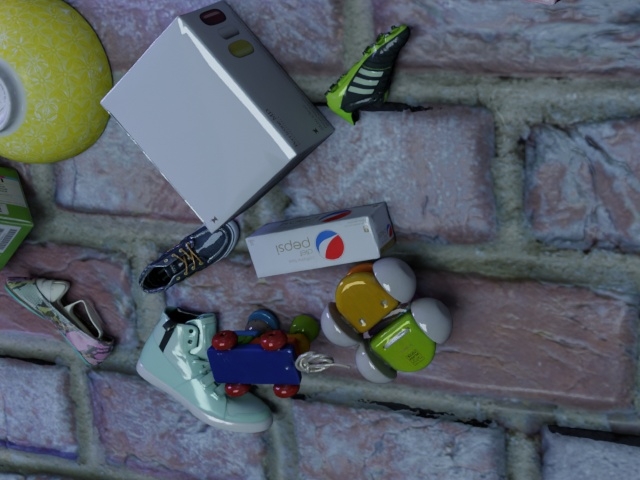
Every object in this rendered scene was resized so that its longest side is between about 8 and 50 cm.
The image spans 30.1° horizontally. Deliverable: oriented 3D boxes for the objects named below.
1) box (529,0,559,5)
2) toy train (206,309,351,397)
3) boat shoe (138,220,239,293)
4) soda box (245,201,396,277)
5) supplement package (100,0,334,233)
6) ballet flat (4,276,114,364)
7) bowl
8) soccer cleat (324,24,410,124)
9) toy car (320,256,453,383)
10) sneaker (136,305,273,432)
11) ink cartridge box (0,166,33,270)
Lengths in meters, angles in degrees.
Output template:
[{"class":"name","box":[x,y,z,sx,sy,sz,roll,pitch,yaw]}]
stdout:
[{"class":"box","box":[0.205,-0.392,1.530,0.257,0.128,0.122,16,116,19]},{"class":"toy train","box":[-0.039,0.167,1.855,0.248,0.143,0.105,-3,115,26]},{"class":"boat shoe","box":[-0.212,0.030,1.914,0.183,0.083,0.065,-35,93,31]},{"class":"soda box","box":[0.000,0.000,1.811,0.216,0.074,0.069,-11,105,28]},{"class":"supplement package","box":[-0.152,-0.185,1.767,0.262,0.145,0.204,49,121,0]},{"class":"ballet flat","box":[-0.446,0.122,2.074,0.221,0.077,0.079,43,103,-2]},{"class":"bowl","box":[-0.494,-0.243,1.896,0.289,0.156,0.289,9,114,21]},{"class":"soccer cleat","box":[0.080,-0.237,1.696,0.072,0.060,0.179,42,128,-6]},{"class":"toy car","box":[0.101,0.110,1.769,0.159,0.136,0.182,-41,97,20]},{"class":"sneaker","box":[-0.177,0.208,1.965,0.256,0.094,0.151,28,116,11]},{"class":"ink cartridge box","box":[-0.610,-0.073,2.062,0.189,0.097,0.255,-46,53,31]}]
